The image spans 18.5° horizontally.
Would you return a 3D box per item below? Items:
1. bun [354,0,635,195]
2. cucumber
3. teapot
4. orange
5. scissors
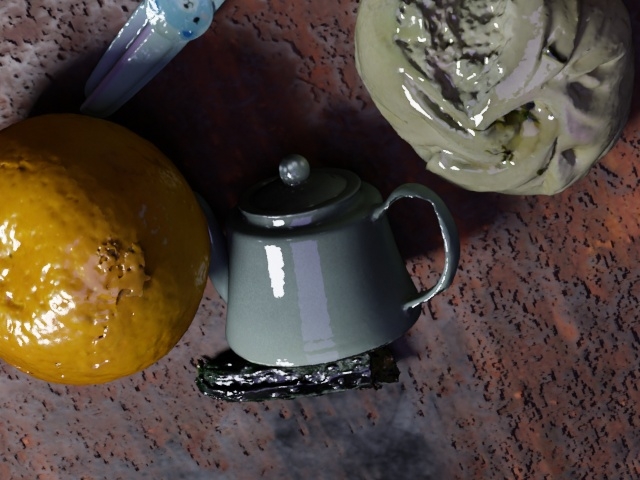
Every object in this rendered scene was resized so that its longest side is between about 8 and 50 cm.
[{"bbox_3d":[0.136,-0.129,1.497,0.237,0.116,0.210,35,118,-20],"label":"bun"},{"bbox_3d":[-0.023,0.115,1.710,0.181,0.053,0.053,-8,123,11],"label":"cucumber"},{"bbox_3d":[0.000,0.000,1.574,0.239,0.162,0.149,2,114,29],"label":"teapot"},{"bbox_3d":[-0.193,0.007,1.552,0.193,0.219,0.219,-17,136,-40],"label":"orange"},{"bbox_3d":[-0.106,-0.186,1.522,0.125,0.030,0.256,37,116,-17],"label":"scissors"}]
